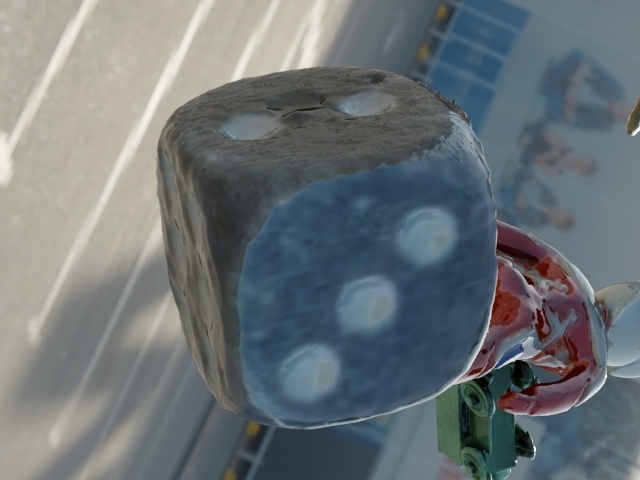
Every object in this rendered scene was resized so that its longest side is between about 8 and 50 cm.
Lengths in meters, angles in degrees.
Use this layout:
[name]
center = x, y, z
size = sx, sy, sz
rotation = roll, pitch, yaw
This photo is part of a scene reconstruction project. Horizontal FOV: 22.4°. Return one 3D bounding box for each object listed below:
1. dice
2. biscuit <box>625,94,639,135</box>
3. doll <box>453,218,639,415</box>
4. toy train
[dice]
center = 0.000, 0.000, 1.029
size = 0.181, 0.183, 0.182
rotation = -131, -146, -58
[biscuit]
center = 0.332, -0.165, 1.564
size = 0.147, 0.018, 0.071
rotation = -67, 168, 22
[doll]
center = 0.169, 0.061, 1.342
size = 0.099, 0.384, 0.188
rotation = -39, -124, 41
[toy train]
center = 0.146, 0.151, 1.488
size = 0.070, 0.099, 0.172
rotation = -28, 136, -24
